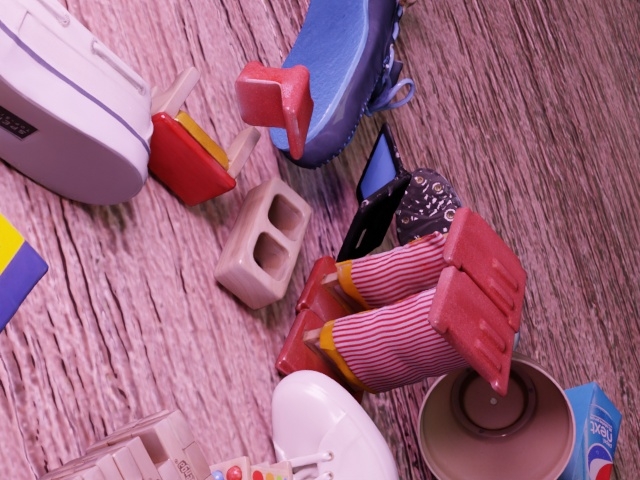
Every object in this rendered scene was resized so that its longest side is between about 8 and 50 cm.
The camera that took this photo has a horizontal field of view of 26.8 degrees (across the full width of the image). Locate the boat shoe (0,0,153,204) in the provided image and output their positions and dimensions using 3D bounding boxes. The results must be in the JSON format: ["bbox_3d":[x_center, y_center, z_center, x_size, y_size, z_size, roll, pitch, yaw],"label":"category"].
[{"bbox_3d":[-0.263,-0.184,1.067,0.367,0.135,0.157,36,47,-38],"label":"boat shoe"}]

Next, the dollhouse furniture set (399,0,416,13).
[{"bbox_3d":[0.110,-0.367,1.567,0.161,0.181,0.101,49,41,-22],"label":"dollhouse furniture set"}]

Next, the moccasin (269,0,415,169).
[{"bbox_3d":[0.045,-0.193,1.443,0.117,0.137,0.342,48,42,-30],"label":"moccasin"}]

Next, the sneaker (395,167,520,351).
[{"bbox_3d":[0.152,0.030,1.516,0.237,0.085,0.086,66,11,4],"label":"sneaker"}]

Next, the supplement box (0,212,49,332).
[{"bbox_3d":[-0.377,-0.023,0.798,0.356,0.195,0.194,51,40,-21],"label":"supplement box"}]

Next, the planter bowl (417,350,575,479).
[{"bbox_3d":[0.184,0.183,1.424,0.162,0.162,0.109,60,11,-9],"label":"planter bowl"}]

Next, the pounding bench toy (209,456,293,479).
[{"bbox_3d":[-0.062,0.235,1.165,0.065,0.052,0.083,15,61,-46],"label":"pounding bench toy"}]

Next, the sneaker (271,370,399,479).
[{"bbox_3d":[0.011,0.262,1.195,0.123,0.105,0.290,-17,87,-55],"label":"sneaker"}]

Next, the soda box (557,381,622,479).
[{"bbox_3d":[0.290,0.268,1.558,0.067,0.071,0.210,48,41,-23],"label":"soda box"}]

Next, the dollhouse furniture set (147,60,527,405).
[{"bbox_3d":[0.000,0.000,1.237,0.374,0.201,0.152,44,45,-27],"label":"dollhouse furniture set"}]

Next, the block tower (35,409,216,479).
[{"bbox_3d":[-0.203,0.230,0.968,0.335,0.091,0.097,-33,97,-53],"label":"block tower"}]

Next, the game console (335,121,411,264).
[{"bbox_3d":[0.043,-0.043,1.391,0.071,0.122,0.107,42,54,17],"label":"game console"}]
